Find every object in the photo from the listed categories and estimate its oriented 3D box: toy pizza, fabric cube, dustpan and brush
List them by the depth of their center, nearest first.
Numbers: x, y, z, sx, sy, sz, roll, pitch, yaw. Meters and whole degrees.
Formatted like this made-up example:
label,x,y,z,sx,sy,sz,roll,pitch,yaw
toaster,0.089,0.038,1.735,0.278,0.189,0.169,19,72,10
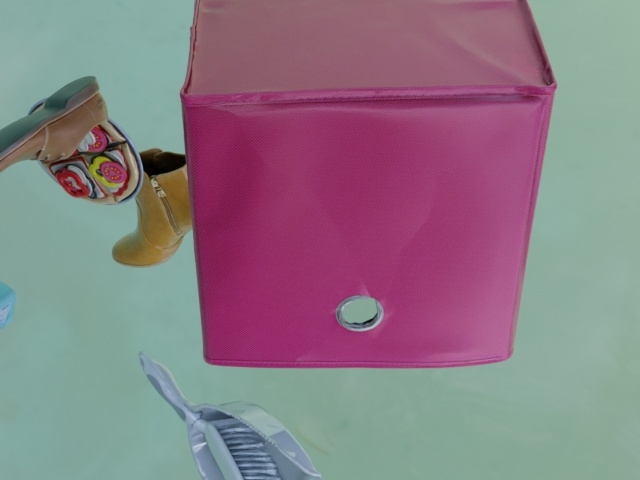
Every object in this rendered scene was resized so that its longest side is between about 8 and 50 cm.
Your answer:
label,x,y,z,sx,sy,sz,roll,pitch,yaw
fabric cube,0.029,-0.078,0.909,0.254,0.259,0.258,0,131,-1
dustpan and brush,-0.092,0.173,1.015,0.060,0.211,0.147,-17,147,-32
toy pizza,-0.359,-0.127,1.711,0.201,0.201,0.032,60,41,-29

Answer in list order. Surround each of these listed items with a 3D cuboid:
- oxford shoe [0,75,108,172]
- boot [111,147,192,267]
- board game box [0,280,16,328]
label,x,y,z,sx,sy,sz,roll,pitch,yaw
oxford shoe,-0.357,-0.126,1.466,0.212,0.076,0.076,-37,123,-25
boot,-0.295,-0.063,2.000,0.211,0.295,0.104,56,39,-35
board game box,-0.702,0.080,1.828,0.254,0.336,0.079,-45,162,-47
